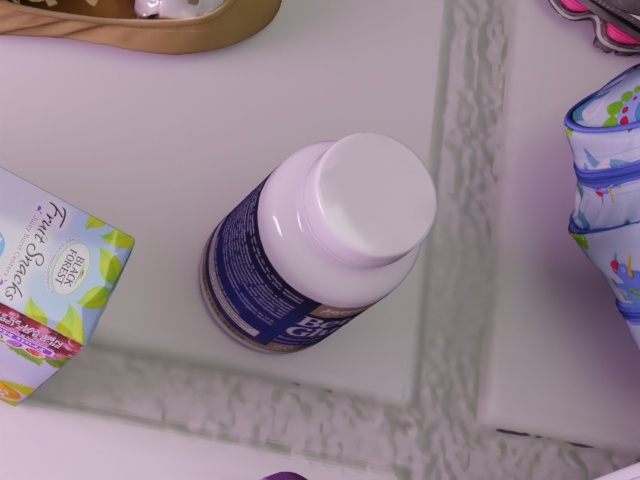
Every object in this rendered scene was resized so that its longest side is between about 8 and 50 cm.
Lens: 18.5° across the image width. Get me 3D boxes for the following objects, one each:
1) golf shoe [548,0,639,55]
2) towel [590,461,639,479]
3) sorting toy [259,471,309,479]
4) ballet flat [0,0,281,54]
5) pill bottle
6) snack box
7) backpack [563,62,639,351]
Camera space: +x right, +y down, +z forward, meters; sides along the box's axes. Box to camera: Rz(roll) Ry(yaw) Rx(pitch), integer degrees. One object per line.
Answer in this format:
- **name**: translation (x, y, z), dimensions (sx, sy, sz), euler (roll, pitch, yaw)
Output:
- **golf shoe**: translation (0.282, -0.148, 1.290), dimensions (0.273, 0.120, 0.105), euler (21, 65, -16)
- **towel**: translation (0.260, 0.255, 1.031), dimensions (0.374, 0.090, 0.320), euler (-20, 88, -1)
- **sorting toy**: translation (0.047, 0.299, 1.076), dimensions (0.126, 0.127, 0.365), euler (-1, 68, -53)
- **ballet flat**: translation (-0.121, -0.152, 1.154), dimensions (0.232, 0.073, 0.080), euler (-5, 75, -23)
- **pill bottle**: translation (0.000, 0.000, 1.097), dimensions (0.094, 0.169, 0.094), euler (7, 71, -19)
- **snack box**: translation (-0.217, -0.001, 1.008), dimensions (0.207, 0.174, 0.070), euler (30, 68, -11)
- **backpack**: translation (0.314, -0.044, 1.140), dimensions (0.273, 0.355, 0.290), euler (48, 46, 1)
